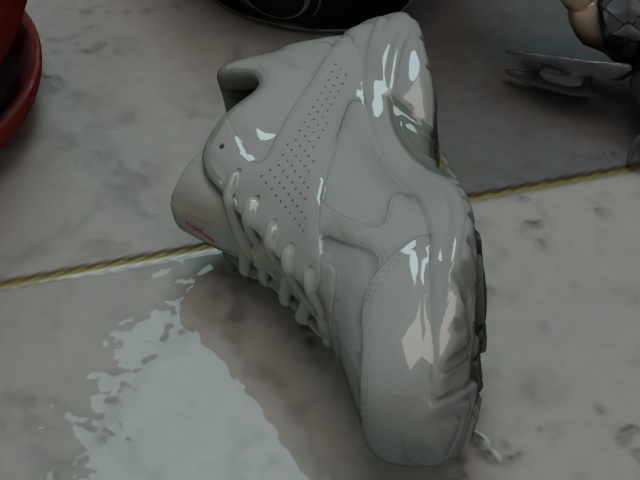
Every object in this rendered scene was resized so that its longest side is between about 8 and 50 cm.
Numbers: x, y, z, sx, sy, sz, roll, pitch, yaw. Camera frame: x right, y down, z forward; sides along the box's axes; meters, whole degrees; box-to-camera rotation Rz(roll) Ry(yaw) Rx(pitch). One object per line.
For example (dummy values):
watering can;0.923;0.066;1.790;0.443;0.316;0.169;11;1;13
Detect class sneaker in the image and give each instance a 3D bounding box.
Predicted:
sneaker;0.000;0.000;0.508;0.115;0.090;0.232;-8;39;-1

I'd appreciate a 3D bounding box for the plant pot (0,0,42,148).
plant pot;-0.210;-0.122;0.540;0.191;0.174;0.191;1;48;-1

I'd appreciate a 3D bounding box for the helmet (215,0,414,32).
helmet;-0.002;-0.202;0.630;0.169;0.162;0.169;1;47;-1

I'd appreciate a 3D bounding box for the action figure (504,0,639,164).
action figure;0.166;-0.168;0.577;0.185;0.285;0.099;5;2;10
